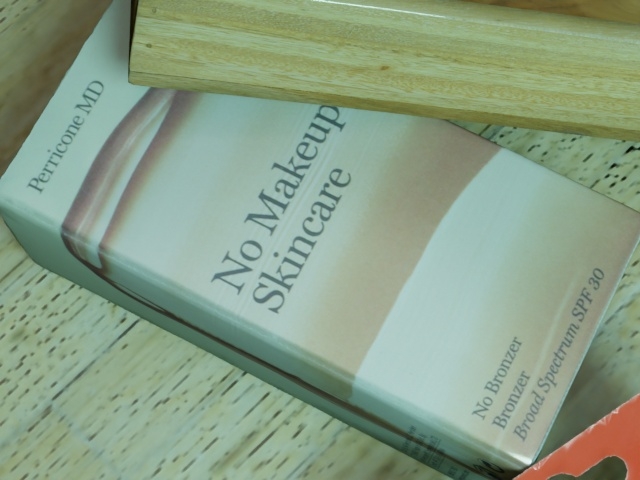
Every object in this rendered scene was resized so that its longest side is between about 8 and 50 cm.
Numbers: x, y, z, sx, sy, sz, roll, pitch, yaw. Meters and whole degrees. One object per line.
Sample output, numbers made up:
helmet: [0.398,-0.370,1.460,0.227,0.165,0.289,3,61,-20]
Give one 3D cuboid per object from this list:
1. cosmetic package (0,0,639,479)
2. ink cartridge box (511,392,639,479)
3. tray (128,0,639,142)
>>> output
cosmetic package: [0.000,0.000,0.752,0.296,0.129,0.153,25,75,8]
ink cartridge box: [0.162,0.204,0.671,0.189,0.066,0.232,-33,113,-9]
tray: [0.110,-0.149,0.749,0.411,0.076,0.203,5,49,-11]
